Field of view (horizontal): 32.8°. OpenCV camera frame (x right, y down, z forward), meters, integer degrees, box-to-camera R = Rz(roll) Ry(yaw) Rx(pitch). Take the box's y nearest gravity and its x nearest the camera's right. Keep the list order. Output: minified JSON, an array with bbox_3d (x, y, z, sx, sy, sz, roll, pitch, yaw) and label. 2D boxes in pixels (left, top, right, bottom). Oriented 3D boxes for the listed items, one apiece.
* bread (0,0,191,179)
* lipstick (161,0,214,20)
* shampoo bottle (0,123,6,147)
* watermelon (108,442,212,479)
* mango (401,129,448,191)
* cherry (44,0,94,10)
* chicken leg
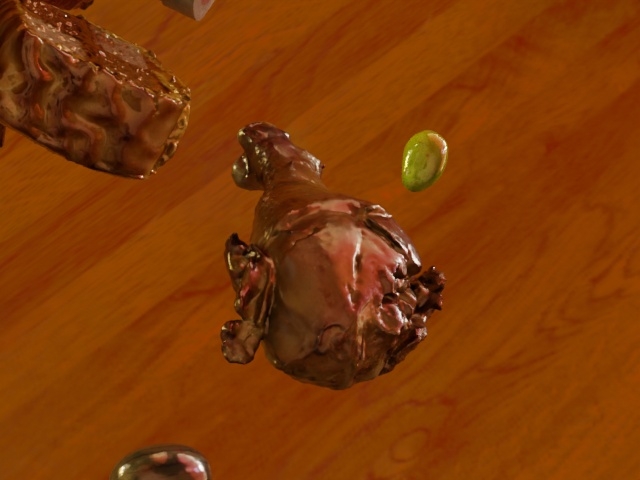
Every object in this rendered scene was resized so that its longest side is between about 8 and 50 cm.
[{"bbox_3d":[-0.219,-0.143,0.984,0.181,0.222,0.096,23,104,-28],"label":"bread"},{"bbox_3d":[-0.188,-0.284,1.069,0.186,0.057,0.063,28,74,9],"label":"lipstick"},{"bbox_3d":[-0.348,-0.213,1.131,0.104,0.278,0.104,12,39,-10],"label":"shampoo bottle"},{"bbox_3d":[-0.156,0.240,1.077,0.110,0.078,0.078,-5,88,-29],"label":"watermelon"},{"bbox_3d":[0.163,-0.125,1.727,0.073,0.056,0.108,16,71,22],"label":"mango"},{"bbox_3d":[-0.360,-0.413,1.413,0.192,0.175,0.250,-46,123,-22],"label":"cherry"},{"bbox_3d":[0.015,0.002,1.025,0.211,0.361,0.140,25,119,-15],"label":"chicken leg"}]
